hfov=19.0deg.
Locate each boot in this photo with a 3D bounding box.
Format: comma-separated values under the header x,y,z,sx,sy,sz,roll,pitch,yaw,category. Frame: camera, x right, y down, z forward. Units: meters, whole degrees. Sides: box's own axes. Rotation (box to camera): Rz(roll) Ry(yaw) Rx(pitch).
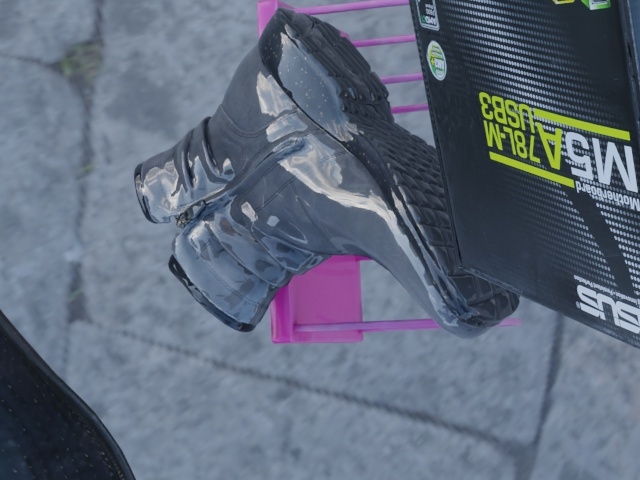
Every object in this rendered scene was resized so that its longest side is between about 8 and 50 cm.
x,y,z,sx,sy,sz,roll,pitch,yaw,category
0.000,0.000,1.503,0.223,0.118,0.338,-49,53,22,boot

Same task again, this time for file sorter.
x,y,z,sx,sy,sz,roll,pitch,yaw,category
0.068,-0.059,1.669,0.182,0.202,0.291,-4,86,19,file sorter

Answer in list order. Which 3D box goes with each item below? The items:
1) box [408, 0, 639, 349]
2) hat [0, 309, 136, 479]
x,y,z,sx,sy,sz,roll,pitch,yaw,category
0.107,-0.056,0.843,0.190,0.045,0.184,27,130,61,box
-0.254,0.151,0.883,0.331,0.134,0.331,1,96,11,hat
